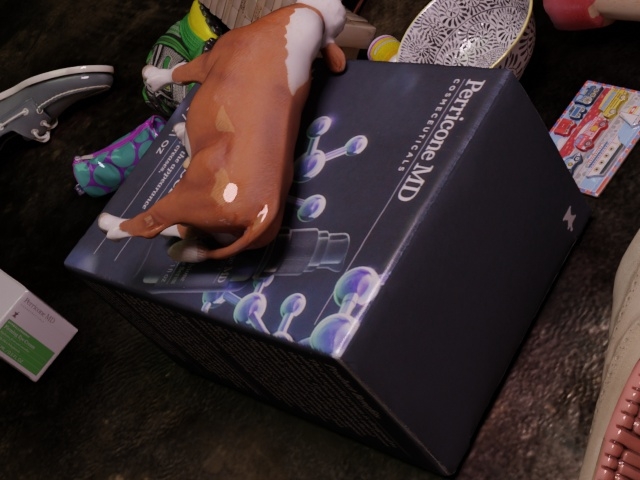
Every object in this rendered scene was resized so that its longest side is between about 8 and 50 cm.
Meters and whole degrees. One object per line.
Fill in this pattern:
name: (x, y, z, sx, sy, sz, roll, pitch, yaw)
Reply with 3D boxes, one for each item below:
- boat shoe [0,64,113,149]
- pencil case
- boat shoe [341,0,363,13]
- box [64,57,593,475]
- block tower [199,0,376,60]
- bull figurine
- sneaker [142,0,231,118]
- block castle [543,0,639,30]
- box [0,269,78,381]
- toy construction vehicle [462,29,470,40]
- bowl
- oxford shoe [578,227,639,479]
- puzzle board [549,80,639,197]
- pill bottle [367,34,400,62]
boat shoe: (-0.464, -0.201, 1.648, 0.319, 0.116, 0.099, -16, 89, 18)
pencil case: (-0.273, -0.116, 1.413, 0.151, 0.070, 0.065, -25, 42, 17)
boat shoe: (0.053, -0.368, 1.381, 0.073, 0.073, 0.207, 14, 72, 45)
box: (0.000, 0.000, 0.984, 0.395, 0.212, 0.294, 13, 63, 43)
block tower: (-0.069, -0.313, 1.344, 0.335, 0.090, 0.097, 45, 127, 40)
bull figurine: (-0.078, -0.110, 0.905, 0.188, 0.101, 0.310, -17, 43, 32)
sneaker: (-0.162, -0.197, 1.373, 0.146, 0.134, 0.344, -39, 31, 14)
block castle: (0.351, -0.460, 1.046, 0.212, 0.303, 0.453, 19, 67, 47)
box: (-0.384, 0.105, 1.280, 0.102, 0.101, 0.087, 23, 70, 45)
toy construction vehicle: (0.179, -0.270, 1.218, 0.086, 0.035, 0.098, -45, 40, -5)
bowl: (0.175, -0.206, 1.125, 0.170, 0.080, 0.170, -26, 43, 26)
oxford shoe: (0.284, 0.085, 0.779, 0.397, 0.140, 0.146, -60, 12, -14)
puzzle board: (0.271, -0.105, 1.017, 0.096, 0.011, 0.128, 24, 72, 48)
pill bottle: (0.092, -0.214, 1.231, 0.043, 0.043, 0.083, -38, 40, 4)
